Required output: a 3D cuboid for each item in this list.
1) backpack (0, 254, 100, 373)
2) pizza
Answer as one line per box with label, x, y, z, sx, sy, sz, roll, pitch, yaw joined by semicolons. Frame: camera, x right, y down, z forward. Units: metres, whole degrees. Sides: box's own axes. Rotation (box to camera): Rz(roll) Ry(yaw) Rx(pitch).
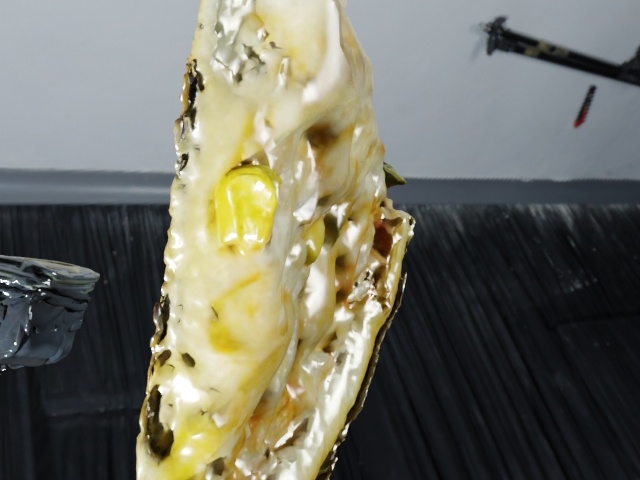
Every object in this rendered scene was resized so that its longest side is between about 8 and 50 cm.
backpack;-0.381;0.065;0.766;0.258;0.133;0.206;12;173;3
pizza;0.001;0.028;0.560;0.080;0.435;0.392;10;-176;18
